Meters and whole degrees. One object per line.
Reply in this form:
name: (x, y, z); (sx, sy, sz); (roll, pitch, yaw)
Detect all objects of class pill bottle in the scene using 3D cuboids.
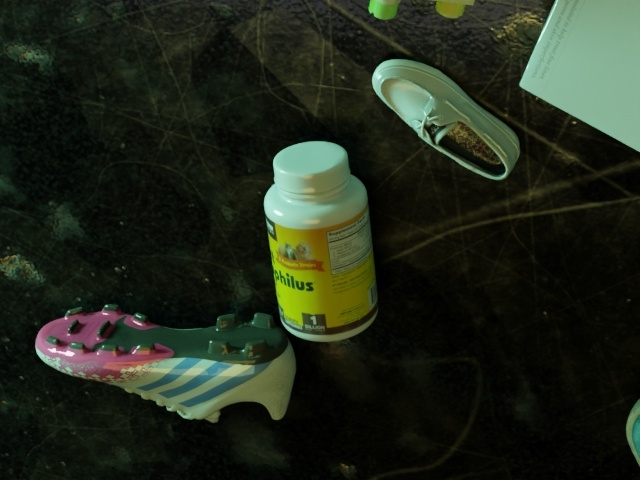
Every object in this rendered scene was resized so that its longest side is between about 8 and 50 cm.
pill bottle: (0.000, 0.000, 1.719); (0.117, 0.117, 0.215); (1, 121, 14)

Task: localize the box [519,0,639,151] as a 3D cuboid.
box: (0.324, -0.201, 1.487); (0.182, 0.119, 0.181); (31, 124, 14)

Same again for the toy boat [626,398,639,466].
toy boat: (0.431, 0.304, 1.774); (0.267, 0.148, 0.318); (44, 121, -13)

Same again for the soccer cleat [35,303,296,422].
soccer cleat: (-0.192, 0.166, 1.872); (0.331, 0.116, 0.143); (2, 121, 13)

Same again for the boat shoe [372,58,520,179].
boat shoe: (0.133, -0.127, 1.638); (0.184, 0.063, 0.066); (38, 122, -10)

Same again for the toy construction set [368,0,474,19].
toy construction set: (-0.019, -0.298, 1.455); (0.328, 0.215, 0.151); (-2, 133, -39)
